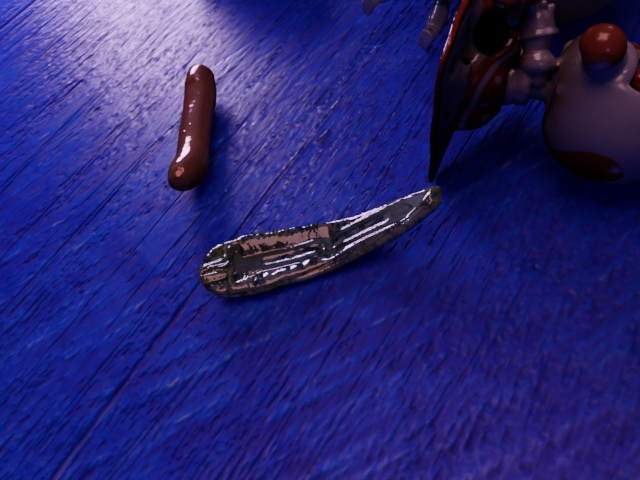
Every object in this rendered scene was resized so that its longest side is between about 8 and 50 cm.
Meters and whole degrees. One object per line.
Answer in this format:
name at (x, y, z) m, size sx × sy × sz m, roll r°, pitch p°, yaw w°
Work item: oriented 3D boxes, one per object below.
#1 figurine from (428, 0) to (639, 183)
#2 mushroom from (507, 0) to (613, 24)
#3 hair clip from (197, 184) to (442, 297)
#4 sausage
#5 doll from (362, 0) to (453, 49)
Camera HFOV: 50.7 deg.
figurine at (0.220, -0.116, 0.549) m, size 0.226 × 0.183 × 0.160 m, roll 20°, pitch 69°, yaw 15°
mushroom at (0.221, -0.369, 0.622) m, size 0.290 × 0.297 × 0.298 m, roll -34°, pitch 48°, yaw 16°
hair clip at (0.000, 0.002, 0.598) m, size 0.229 × 0.036 × 0.066 m, roll -18°, pitch 45°, yaw 11°
sausage at (-0.136, -0.121, 0.732) m, size 0.043 × 0.043 × 0.186 m, roll -9°, pitch 50°, yaw 10°
doll at (0.150, -0.318, 0.791) m, size 0.114 × 0.057 × 0.227 m, roll 31°, pitch 69°, yaw 15°
